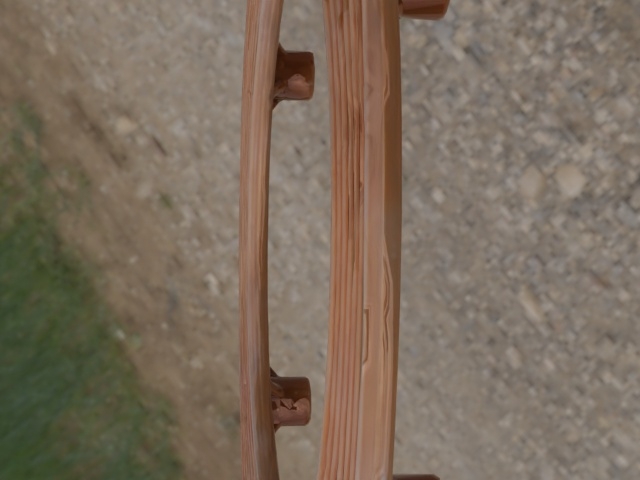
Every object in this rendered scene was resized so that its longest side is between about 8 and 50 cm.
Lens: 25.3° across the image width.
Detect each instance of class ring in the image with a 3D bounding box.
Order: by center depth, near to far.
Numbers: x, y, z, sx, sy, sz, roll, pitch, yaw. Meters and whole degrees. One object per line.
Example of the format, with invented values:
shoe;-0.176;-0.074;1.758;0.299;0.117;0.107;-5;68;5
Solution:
ring;0.000;0.000;0.485;0.336;0.032;0.336;-179;90;-82
